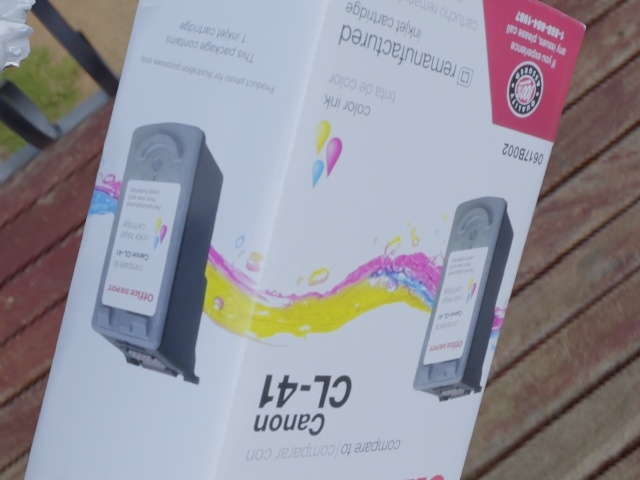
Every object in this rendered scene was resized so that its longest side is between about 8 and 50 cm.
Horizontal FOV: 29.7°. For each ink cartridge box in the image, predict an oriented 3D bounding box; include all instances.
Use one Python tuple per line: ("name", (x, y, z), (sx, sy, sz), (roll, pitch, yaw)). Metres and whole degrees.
("ink cartridge box", (0.000, 0.000, 0.636), (0.131, 0.226, 0.306), (17, 96, 39))

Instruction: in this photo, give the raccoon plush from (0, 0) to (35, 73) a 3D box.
("raccoon plush", (-0.280, -0.005, 0.595), (0.446, 0.216, 0.299), (-40, 38, 11))
